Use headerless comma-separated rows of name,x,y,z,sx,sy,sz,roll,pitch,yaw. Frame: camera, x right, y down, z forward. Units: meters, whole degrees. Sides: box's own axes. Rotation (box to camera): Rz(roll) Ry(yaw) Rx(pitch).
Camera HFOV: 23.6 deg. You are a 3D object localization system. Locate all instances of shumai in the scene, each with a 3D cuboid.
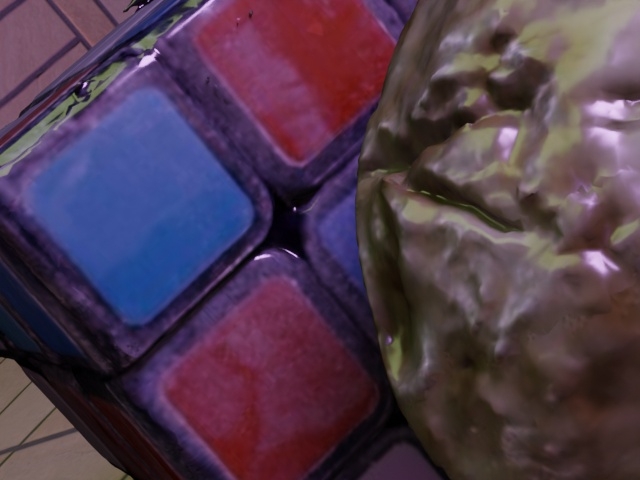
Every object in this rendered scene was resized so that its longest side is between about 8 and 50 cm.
shumai,0.190,-0.054,0.602,0.291,0.330,0.288,1,-21,-23

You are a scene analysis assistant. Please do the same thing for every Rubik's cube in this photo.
Rubik's cube,0.000,0.000,0.921,0.362,0.359,0.363,-42,15,-18
